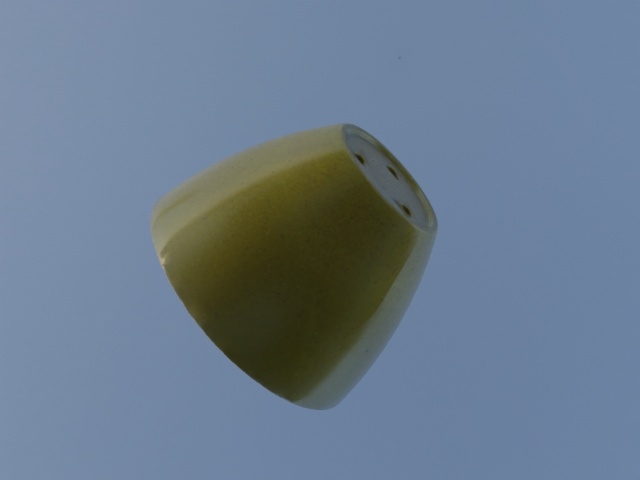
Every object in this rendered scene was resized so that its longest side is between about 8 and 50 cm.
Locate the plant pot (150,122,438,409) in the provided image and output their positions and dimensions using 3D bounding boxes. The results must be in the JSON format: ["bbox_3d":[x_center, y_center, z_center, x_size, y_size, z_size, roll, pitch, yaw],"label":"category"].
[{"bbox_3d":[0.000,0.000,0.621,0.095,0.134,0.134,-40,-86,19],"label":"plant pot"}]
